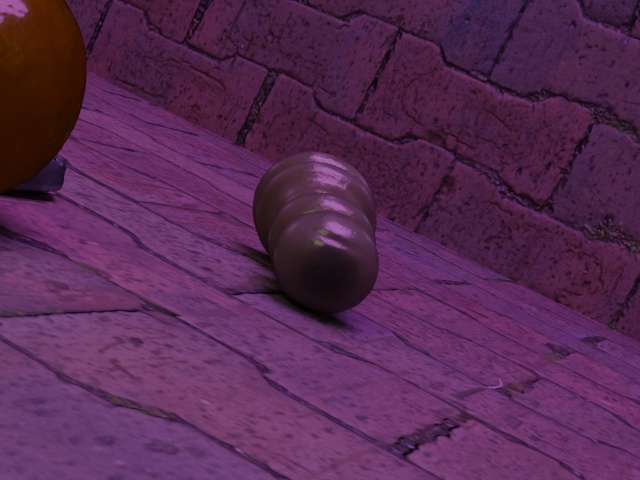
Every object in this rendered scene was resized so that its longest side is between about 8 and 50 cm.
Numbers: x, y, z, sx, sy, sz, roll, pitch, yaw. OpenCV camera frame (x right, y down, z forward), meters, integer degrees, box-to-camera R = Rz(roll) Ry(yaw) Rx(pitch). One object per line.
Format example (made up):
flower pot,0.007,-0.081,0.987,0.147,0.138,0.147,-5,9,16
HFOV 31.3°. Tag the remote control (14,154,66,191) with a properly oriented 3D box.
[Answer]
remote control,-0.382,-0.093,1.290,0.104,0.052,0.247,27,10,21

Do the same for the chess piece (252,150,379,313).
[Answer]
chess piece,0.000,0.000,1.514,0.182,0.182,0.330,23,13,-10

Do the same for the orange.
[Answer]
orange,-0.361,-0.160,1.076,0.279,0.235,0.279,8,29,-4
